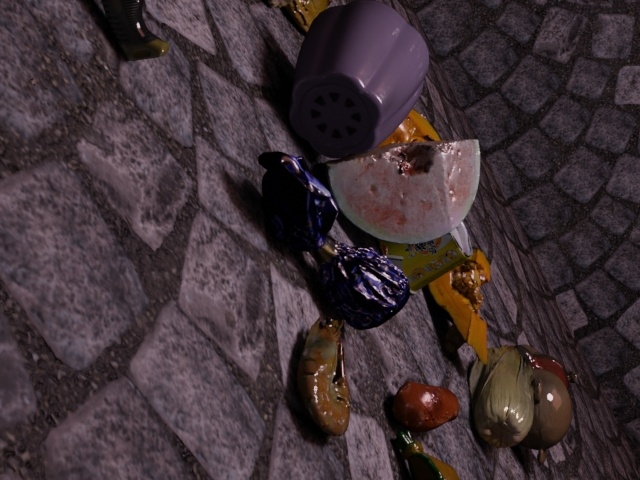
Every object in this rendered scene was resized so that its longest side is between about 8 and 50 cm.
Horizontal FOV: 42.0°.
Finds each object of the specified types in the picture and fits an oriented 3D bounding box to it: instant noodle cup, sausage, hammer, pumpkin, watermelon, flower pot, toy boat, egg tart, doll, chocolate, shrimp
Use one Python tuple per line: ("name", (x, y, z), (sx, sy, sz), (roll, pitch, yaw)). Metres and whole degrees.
("instant noodle cup", (0.223, -0.002, 1.767), (0.205, 0.153, 0.205), (50, 26, -36))
("sausage", (0.182, 0.284, 1.431), (0.179, 0.089, 0.089), (19, 49, -59))
("hammer", (-0.259, -0.342, 1.062), (0.041, 0.158, 0.227), (-70, 150, -61))
("pumpkin", (0.139, -0.245, 1.893), (0.169, 0.148, 0.312), (53, 22, 21))
("watermelon", (0.156, -0.098, 1.647), (0.175, 0.321, 0.188), (-144, -131, -76))
("flower pot", (0.053, -0.292, 1.586), (0.265, 0.265, 0.243), (56, 36, -21))
("toy boat", (0.172, 0.407, 1.296), (0.088, 0.089, 0.230), (6, 51, -20))
("egg tart", (-0.039, -0.581, 1.878), (0.241, 0.105, 0.241), (55, 21, -34))
("doll", (0.541, 0.385, 2.049), (0.330, 0.174, 0.235), (-50, 137, -65))
("chocolate", (0.000, -0.005, 1.302), (0.343, 0.126, 0.148), (49, -13, -30))
("pumpkin", (0.307, 0.147, 1.863), (0.131, 0.125, 0.248), (48, 44, -54))
("shrimp", (0.010, 0.189, 1.181), (0.115, 0.051, 0.217), (60, 19, -28))

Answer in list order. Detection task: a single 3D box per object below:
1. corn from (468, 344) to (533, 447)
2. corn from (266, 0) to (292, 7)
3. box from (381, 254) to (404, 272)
("corn", (0.404, 0.338, 1.848), (0.122, 0.123, 0.305), (57, 21, -15))
("corn", (-0.125, -0.626, 1.743), (0.086, 0.086, 0.288), (0, 67, -67))
("box", (0.105, 0.069, 1.505), (0.122, 0.084, 0.069), (7, 70, -65))
